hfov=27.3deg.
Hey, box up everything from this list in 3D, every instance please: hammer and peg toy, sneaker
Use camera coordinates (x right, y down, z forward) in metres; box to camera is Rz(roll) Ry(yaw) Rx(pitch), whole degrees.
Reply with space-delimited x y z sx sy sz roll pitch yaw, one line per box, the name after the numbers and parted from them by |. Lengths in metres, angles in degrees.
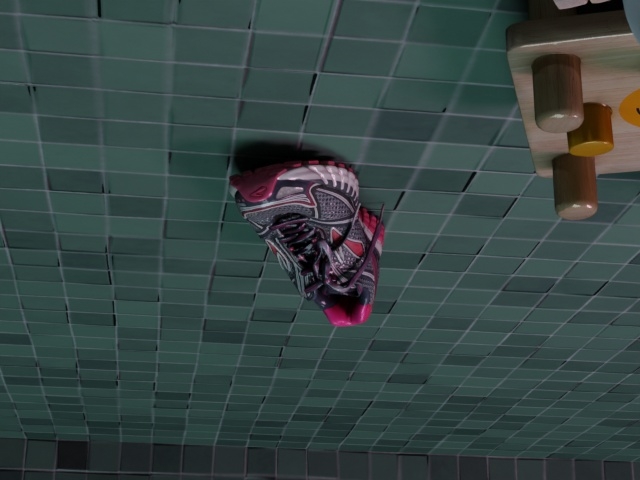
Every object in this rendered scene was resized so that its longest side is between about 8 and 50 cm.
0.339 -0.116 1.039 0.361 0.127 0.266 -4 159 13 | hammer and peg toy
0.000 0.000 1.387 0.121 0.112 0.299 -8 157 22 | sneaker

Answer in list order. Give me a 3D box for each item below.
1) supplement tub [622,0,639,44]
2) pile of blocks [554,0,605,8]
0.273 -0.130 0.740 0.144 0.144 0.200 -18 162 40 | supplement tub
0.199 -0.201 0.840 0.362 0.112 0.149 3 160 -7 | pile of blocks
